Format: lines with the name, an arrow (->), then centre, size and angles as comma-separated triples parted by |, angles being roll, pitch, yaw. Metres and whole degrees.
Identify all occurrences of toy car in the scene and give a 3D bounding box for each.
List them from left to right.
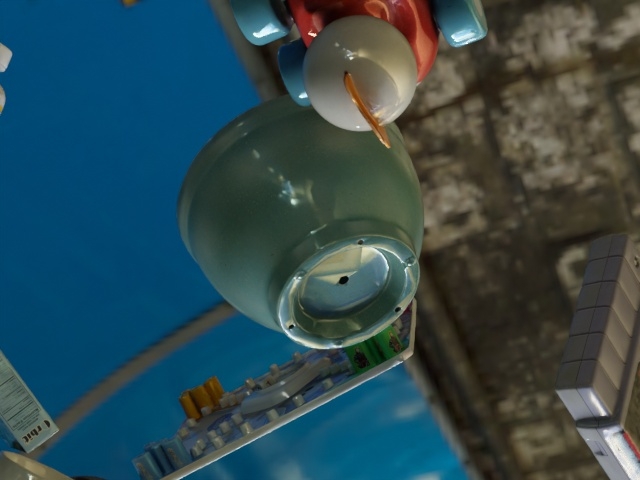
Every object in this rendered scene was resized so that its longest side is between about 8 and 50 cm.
toy car -> 0.046, -0.174, 1.532 | 0.210, 0.219, 0.238 | 51, -154, -47

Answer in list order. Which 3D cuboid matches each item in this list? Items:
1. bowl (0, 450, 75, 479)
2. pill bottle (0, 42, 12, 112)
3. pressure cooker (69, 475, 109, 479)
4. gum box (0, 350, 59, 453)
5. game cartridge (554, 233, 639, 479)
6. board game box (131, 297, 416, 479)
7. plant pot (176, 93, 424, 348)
bowl -> -0.308, 0.307, 1.555 | 0.156, 0.289, 0.289 | -63, -19, -5
pill bottle -> -0.407, -0.137, 1.676 | 0.184, 0.103, 0.103 | -69, -19, -8
pressure cooker -> -0.318, 0.594, 2.193 | 0.420, 0.369, 0.376 | 44, 150, 31
gum box -> -0.332, 0.119, 1.487 | 0.184, 0.041, 0.157 | 55, 162, -5
game cartridge -> 0.379, 0.193, 1.729 | 0.355, 0.068, 0.230 | 53, -142, -33
board game box -> -0.053, 0.187, 2.099 | 0.050, 0.390, 0.390 | 61, -172, -4
plant pot -> 0.000, 0.000, 1.780 | 0.196, 0.293, 0.293 | 62, 179, 44
